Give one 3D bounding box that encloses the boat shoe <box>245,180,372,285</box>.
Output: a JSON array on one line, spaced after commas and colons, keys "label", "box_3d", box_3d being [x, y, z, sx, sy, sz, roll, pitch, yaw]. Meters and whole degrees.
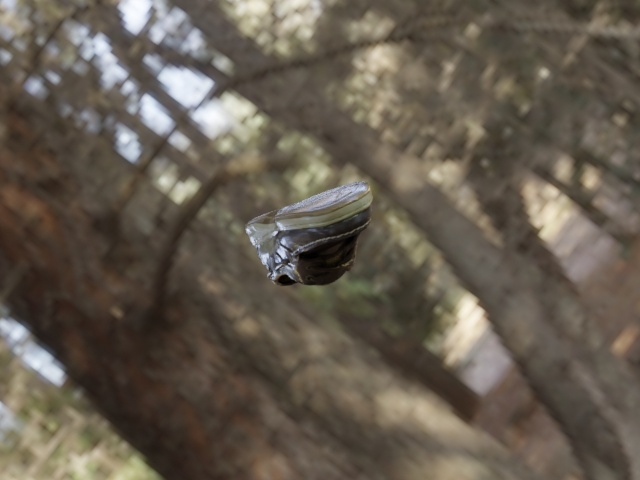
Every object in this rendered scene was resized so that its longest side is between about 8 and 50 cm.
[{"label": "boat shoe", "box_3d": [0.000, 0.000, 1.017, 0.056, 0.049, 0.152, -22, 2, -14]}]
